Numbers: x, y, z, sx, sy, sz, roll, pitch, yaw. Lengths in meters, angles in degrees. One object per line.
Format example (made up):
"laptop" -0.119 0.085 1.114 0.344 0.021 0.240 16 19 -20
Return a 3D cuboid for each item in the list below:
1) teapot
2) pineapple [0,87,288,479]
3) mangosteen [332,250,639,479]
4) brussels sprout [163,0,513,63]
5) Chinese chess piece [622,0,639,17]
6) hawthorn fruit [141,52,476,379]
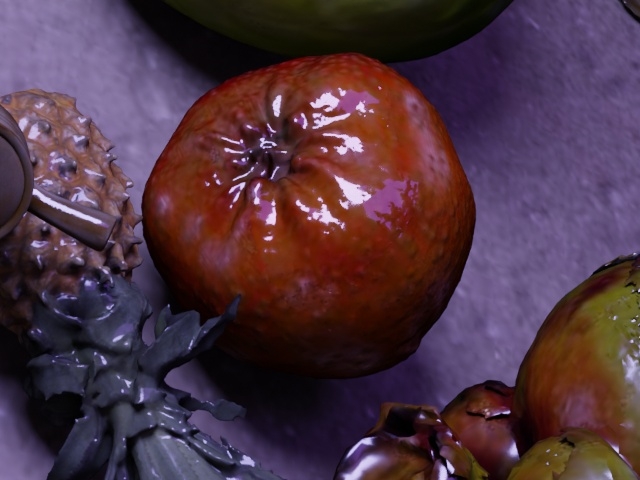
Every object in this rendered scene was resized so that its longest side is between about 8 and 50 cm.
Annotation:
"teapot" -0.150 -0.018 0.802 0.110 0.085 0.080 23 15 -24
"pineapple" -0.108 0.064 0.859 0.130 0.119 0.277 -22 71 -32
"mangosteen" 0.224 0.192 0.843 0.421 0.381 0.381 -7 63 -30
"brussels sprout" 0.004 -0.263 1.088 0.344 0.268 0.344 19 44 -19
"Chinese chess piece" 0.317 -0.285 1.478 0.270 0.112 0.270 22 48 -26
"hawthorn fruit" 0.000 0.000 0.963 0.179 0.200 0.179 -7 57 10
